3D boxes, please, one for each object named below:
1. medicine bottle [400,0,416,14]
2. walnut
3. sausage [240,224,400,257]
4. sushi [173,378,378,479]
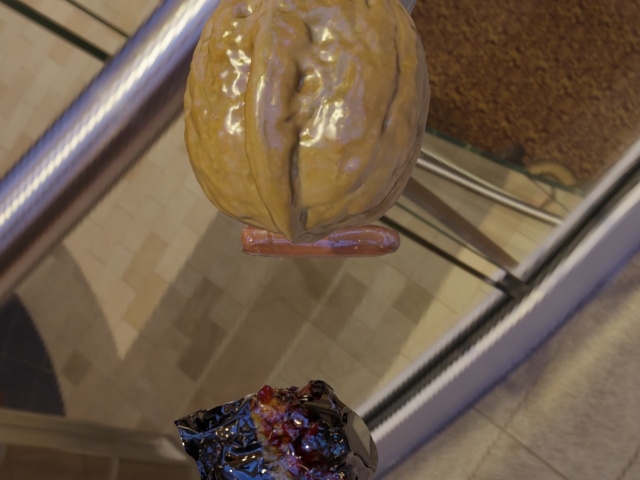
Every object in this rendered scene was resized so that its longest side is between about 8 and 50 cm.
[{"bbox_3d":[0.053,-0.449,1.657,0.123,0.282,0.375,12,74,47],"label":"medicine bottle"},{"bbox_3d":[-0.013,-0.120,1.075,0.224,0.257,0.257,1,77,20],"label":"walnut"},{"bbox_3d":[0.000,0.000,1.357,0.186,0.043,0.043,0,74,-6],"label":"sausage"},{"bbox_3d":[-0.027,0.219,1.115,0.150,0.153,0.172,-24,85,14],"label":"sushi"}]
